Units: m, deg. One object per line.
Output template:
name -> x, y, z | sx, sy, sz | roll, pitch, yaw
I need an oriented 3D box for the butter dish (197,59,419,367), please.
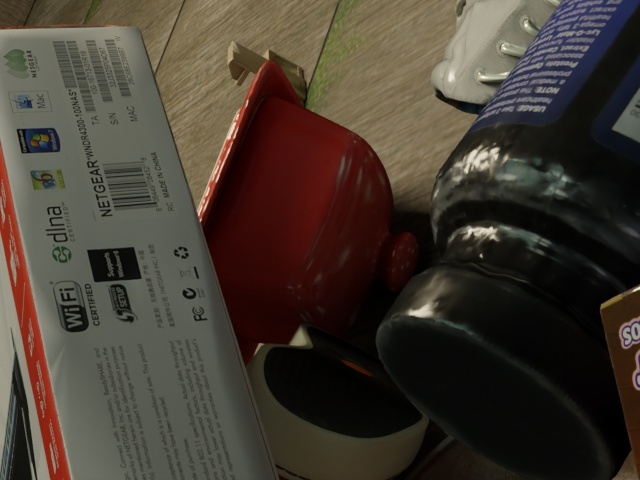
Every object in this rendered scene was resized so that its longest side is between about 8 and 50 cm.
butter dish -> 0.000, 0.000, 0.878 | 0.160, 0.118, 0.160 | 60, -133, -65

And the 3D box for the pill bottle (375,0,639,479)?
pill bottle -> 0.117, -0.025, 0.544 | 0.219, 0.123, 0.123 | -53, 17, -22

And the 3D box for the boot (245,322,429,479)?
boot -> -0.024, 0.140, 0.736 | 0.176, 0.088, 0.244 | -63, -3, 2

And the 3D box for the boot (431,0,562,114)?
boot -> 0.131, -0.109, 0.749 | 0.258, 0.095, 0.123 | -160, 91, -77

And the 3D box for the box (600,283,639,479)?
box -> 0.196, 0.061, 0.320 | 0.293, 0.057, 0.201 | -35, 59, 50

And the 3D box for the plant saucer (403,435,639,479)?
plant saucer -> 0.068, 0.202, 0.560 | 0.310, 0.050, 0.311 | -49, 25, 33

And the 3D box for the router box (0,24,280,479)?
router box -> -0.110, 0.120, 0.719 | 0.301, 0.082, 0.335 | 109, 149, -47

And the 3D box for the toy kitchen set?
toy kitchen set -> -0.060, -0.106, 1.190 | 0.075, 0.068, 0.083 | -50, 24, 29
